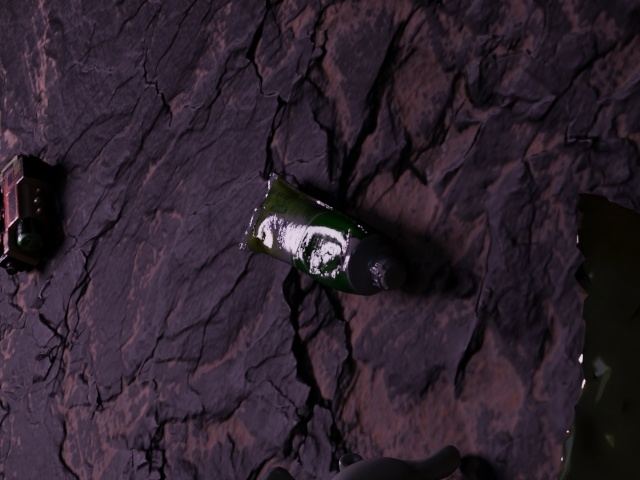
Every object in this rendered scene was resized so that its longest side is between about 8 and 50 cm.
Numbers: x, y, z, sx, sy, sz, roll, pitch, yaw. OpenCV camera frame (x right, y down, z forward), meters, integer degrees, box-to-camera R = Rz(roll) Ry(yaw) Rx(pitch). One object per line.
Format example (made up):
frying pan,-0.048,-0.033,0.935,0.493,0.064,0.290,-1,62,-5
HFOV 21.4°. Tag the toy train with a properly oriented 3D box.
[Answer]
toy train,-0.335,-0.028,1.900,0.087,0.050,0.138,-41,42,31

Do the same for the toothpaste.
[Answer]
toothpaste,0.000,0.000,1.397,0.248,0.047,0.078,27,93,59

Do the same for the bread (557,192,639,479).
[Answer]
bread,0.284,0.119,0.684,0.279,0.315,0.248,4,77,46

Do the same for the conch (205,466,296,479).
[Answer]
conch,-0.044,0.288,1.196,0.386,0.170,0.203,-122,29,-55

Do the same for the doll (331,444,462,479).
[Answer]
doll,0.038,0.187,1.159,0.113,0.135,0.071,-97,8,-46
